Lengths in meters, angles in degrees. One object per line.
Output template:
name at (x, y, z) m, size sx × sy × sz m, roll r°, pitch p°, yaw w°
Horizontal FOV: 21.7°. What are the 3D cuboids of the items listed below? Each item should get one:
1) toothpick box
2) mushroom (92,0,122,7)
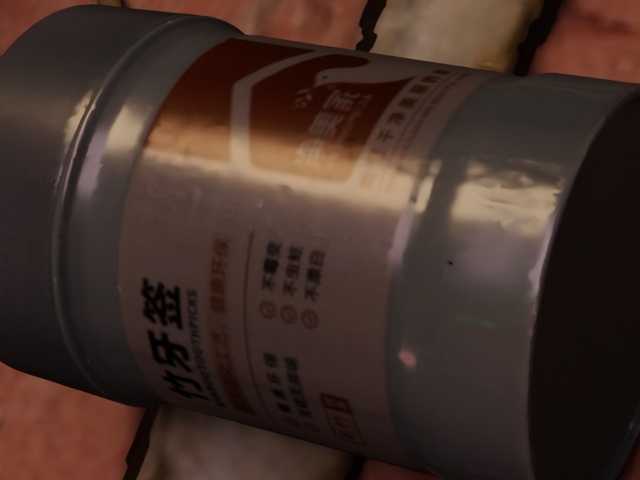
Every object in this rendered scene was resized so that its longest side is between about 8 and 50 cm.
toothpick box at (0.000, 0.000, 0.402) m, size 0.153 × 0.101 × 0.101 m, roll 11°, pitch 73°, yaw 28°
mushroom at (-0.097, -0.118, 0.553) m, size 0.026 × 0.028 × 0.286 m, roll -59°, pitch 43°, yaw 45°
